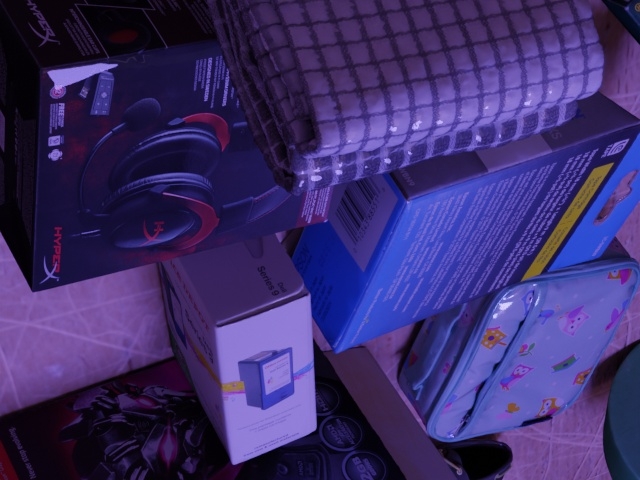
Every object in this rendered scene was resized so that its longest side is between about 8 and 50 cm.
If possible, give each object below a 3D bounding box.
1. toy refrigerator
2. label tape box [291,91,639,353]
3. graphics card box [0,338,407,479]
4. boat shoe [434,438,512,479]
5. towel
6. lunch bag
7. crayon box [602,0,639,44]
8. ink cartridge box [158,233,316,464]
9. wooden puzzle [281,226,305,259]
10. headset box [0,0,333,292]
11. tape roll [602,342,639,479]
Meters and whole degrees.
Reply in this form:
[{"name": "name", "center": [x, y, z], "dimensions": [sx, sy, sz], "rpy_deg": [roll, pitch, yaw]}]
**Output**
[{"name": "toy refrigerator", "center": [0.058, 0.244, 1.492], "dimensions": [0.094, 0.269, 0.102], "rpy_deg": [-4, 134, -35]}, {"name": "label tape box", "center": [0.156, -0.044, 1.350], "dimensions": [0.334, 0.106, 0.240], "rpy_deg": [-18, 152, -29]}, {"name": "graphics card box", "center": [-0.131, 0.231, 1.360], "dimensions": [0.371, 0.233, 0.094], "rpy_deg": [-17, 140, -23]}, {"name": "boat shoe", "center": [0.153, 0.285, 1.782], "dimensions": [0.228, 0.081, 0.068], "rpy_deg": [0, 128, -48]}, {"name": "towel", "center": [0.036, -0.187, 1.002], "dimensions": [0.235, 0.283, 0.121], "rpy_deg": [-15, 163, -21]}, {"name": "lunch bag", "center": [0.213, 0.106, 1.598], "dimensions": [0.224, 0.108, 0.279], "rpy_deg": [-9, 137, -32]}, {"name": "crayon box", "center": [0.497, -0.228, 1.313], "dimensions": [0.363, 0.106, 0.313], "rpy_deg": [-42, 104, 8]}, {"name": "ink cartridge box", "center": [-0.076, 0.073, 1.291], "dimensions": [0.093, 0.154, 0.212], "rpy_deg": [-20, 142, -17]}, {"name": "wooden puzzle", "center": [0.000, 0.000, 1.390], "dimensions": [0.079, 0.014, 0.116], "rpy_deg": [8, 126, -43]}, {"name": "headset box", "center": [-0.100, -0.101, 1.114], "dimensions": [0.293, 0.110, 0.218], "rpy_deg": [-14, 138, -27]}, {"name": "tape roll", "center": [0.521, 0.244, 1.818], "dimensions": [0.321, 0.321, 0.077], "rpy_deg": [-24, 143, -16]}]
